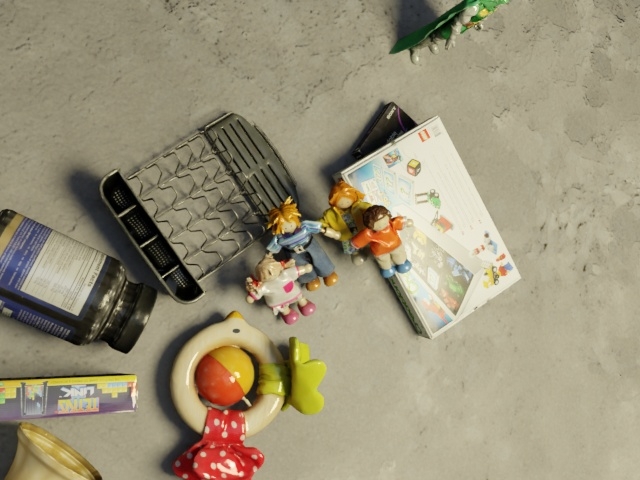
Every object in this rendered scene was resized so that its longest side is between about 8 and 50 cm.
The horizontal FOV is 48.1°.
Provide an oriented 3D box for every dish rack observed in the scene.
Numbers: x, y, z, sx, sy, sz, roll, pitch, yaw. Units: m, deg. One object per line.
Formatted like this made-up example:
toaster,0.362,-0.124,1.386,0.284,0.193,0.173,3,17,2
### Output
dish rack,-0.158,-0.060,1.035,0.271,0.074,0.208,-37,98,-23

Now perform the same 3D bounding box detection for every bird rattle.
bird rattle,-0.120,0.220,1.011,0.253,0.143,0.207,-41,88,-10

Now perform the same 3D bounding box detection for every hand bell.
hand bell,-0.391,0.354,0.860,0.126,0.126,0.242,41,75,-13

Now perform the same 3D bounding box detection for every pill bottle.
pill bottle,-0.328,0.060,0.918,0.219,0.123,0.123,28,73,-18

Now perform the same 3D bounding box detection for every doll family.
doll family,0.000,0.000,1.043,0.262,0.118,0.163,-26,137,1

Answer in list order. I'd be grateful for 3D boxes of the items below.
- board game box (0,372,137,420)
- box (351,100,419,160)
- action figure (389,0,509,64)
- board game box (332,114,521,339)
board game box,-0.324,0.192,0.891,0.170,0.141,0.048,2,82,-22
box,0.144,-0.138,1.200,0.162,0.029,0.116,38,70,-13
action figure,0.223,-0.351,1.153,0.137,0.232,0.064,-33,96,-23
board game box,0.175,-0.021,1.159,0.193,0.053,0.305,-31,99,-14
